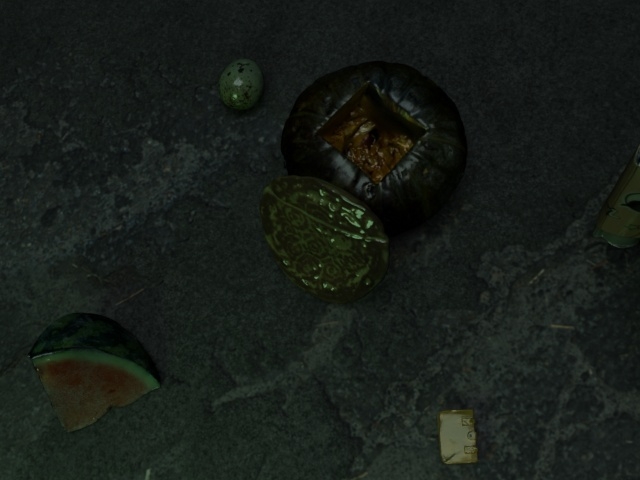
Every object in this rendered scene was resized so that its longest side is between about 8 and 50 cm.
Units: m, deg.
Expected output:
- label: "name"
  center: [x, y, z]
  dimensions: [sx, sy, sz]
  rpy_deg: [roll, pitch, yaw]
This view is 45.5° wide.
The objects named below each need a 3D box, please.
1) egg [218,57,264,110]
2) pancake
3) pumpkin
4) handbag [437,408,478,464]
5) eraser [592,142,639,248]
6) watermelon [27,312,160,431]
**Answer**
- label: "egg"
  center: [-0.147, -0.295, 1.435]
  dimensions: [0.085, 0.085, 0.110]
  rpy_deg: [2, 54, 9]
- label: "pancake"
  center: [0.000, 0.000, 1.248]
  dimensions: [0.250, 0.250, 0.031]
  rpy_deg: [29, 46, 16]
- label: "pumpkin"
  center: [0.088, -0.155, 1.293]
  dimensions: [0.321, 0.192, 0.320]
  rpy_deg: [-1, 76, 5]
- label: "handbag"
  center: [0.218, 0.311, 1.210]
  dimensions: [0.061, 0.027, 0.083]
  rpy_deg: [-6, 74, 6]
- label: "eraser"
  center: [0.526, -0.071, 1.151]
  dimensions: [0.171, 0.290, 0.087]
  rpy_deg: [5, 71, 10]
- label: "watermelon"
  center: [-0.383, 0.222, 1.265]
  dimensions: [0.136, 0.207, 0.202]
  rpy_deg: [-3, 87, 35]
